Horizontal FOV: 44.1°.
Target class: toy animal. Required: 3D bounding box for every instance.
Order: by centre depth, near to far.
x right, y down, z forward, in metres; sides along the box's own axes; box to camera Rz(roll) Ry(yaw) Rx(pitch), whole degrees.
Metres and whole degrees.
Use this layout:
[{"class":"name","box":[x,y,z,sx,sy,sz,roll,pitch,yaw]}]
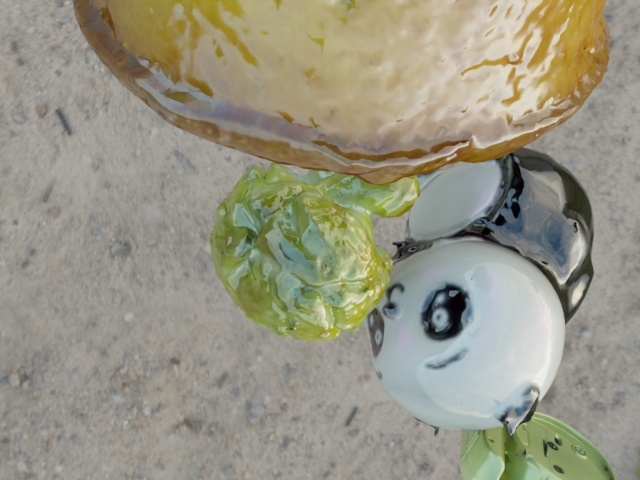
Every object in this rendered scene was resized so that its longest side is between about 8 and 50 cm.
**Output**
[{"class":"toy animal","box":[0.179,0.063,0.887,0.251,0.251,0.310,35,62,-21]}]

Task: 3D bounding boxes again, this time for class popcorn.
[{"class":"popcorn","box":[0.000,0.000,0.772,0.198,0.198,0.212,42,91,-22]}]

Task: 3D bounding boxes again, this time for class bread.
[{"class":"bread","box":[0.018,-0.167,0.434,0.312,0.312,0.172,-5,139,-12]}]

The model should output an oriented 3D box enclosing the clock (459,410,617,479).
[{"class":"clock","box":[0.277,0.273,0.926,0.231,0.170,0.069,27,111,2]}]
